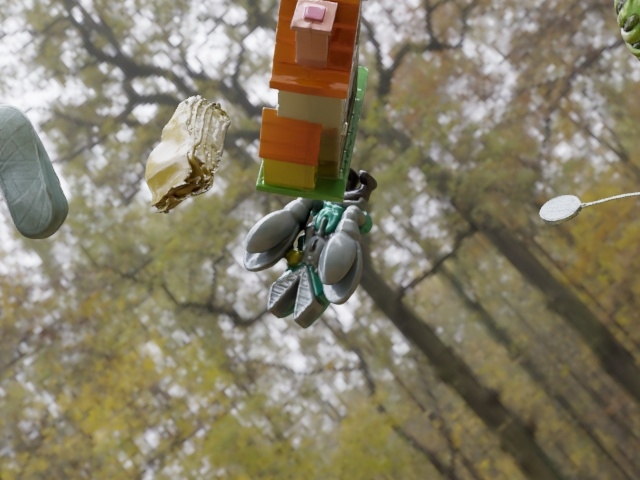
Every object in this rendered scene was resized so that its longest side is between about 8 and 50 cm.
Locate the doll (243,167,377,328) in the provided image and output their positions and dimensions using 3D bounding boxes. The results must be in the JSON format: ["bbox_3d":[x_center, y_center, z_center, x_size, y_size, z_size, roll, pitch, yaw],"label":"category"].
[{"bbox_3d":[-0.018,0.001,1.946,0.195,0.258,0.153,-12,-31,28],"label":"doll"}]

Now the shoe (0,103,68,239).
[{"bbox_3d":[-0.469,-0.101,1.978,0.103,0.251,0.100,-27,-23,-3],"label":"shoe"}]

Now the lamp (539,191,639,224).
[{"bbox_3d":[0.337,-0.060,1.413,0.198,0.056,0.050,-12,32,31],"label":"lamp"}]

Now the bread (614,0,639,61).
[{"bbox_3d":[0.429,-0.294,1.628,0.071,0.130,0.139,-14,24,35],"label":"bread"}]

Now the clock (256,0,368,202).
[{"bbox_3d":[-0.006,-0.212,1.456,0.255,0.106,0.220,91,-171,-53],"label":"clock"}]

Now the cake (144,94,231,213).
[{"bbox_3d":[-0.163,-0.125,1.617,0.116,0.080,0.185,-14,36,55],"label":"cake"}]
